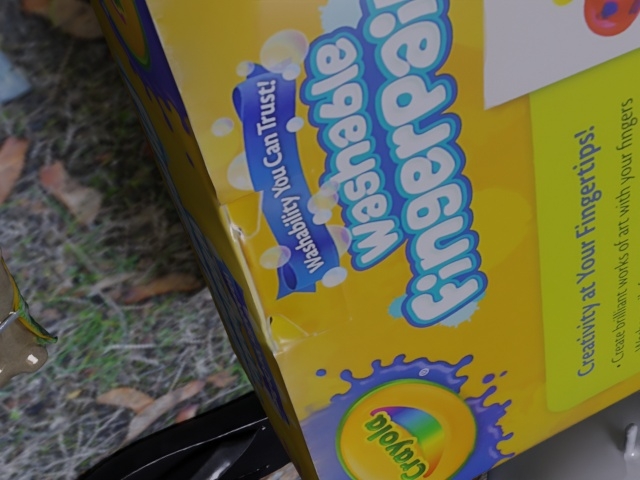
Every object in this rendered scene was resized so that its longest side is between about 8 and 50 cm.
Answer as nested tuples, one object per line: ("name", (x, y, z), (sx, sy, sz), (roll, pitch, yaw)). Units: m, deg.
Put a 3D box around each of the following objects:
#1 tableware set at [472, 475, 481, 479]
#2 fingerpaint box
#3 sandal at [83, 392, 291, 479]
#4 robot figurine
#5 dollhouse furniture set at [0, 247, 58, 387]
("tableware set", (0.078, 0.249, 1.036), (0.141, 0.020, 0.168), (-23, 143, -23))
("fingerpaint box", (0.100, -0.108, 0.517), (0.371, 0.163, 0.445), (-26, 140, -8))
("sandal", (-0.073, 0.164, 0.820), (0.254, 0.054, 0.097), (-28, 145, -15))
("robot figurine", (0.240, 0.197, 0.966), (0.200, 0.300, 0.353), (-10, 175, 10))
("dollhouse furniture set", (-0.284, 0.081, 0.519), (0.301, 0.151, 0.197), (-47, 171, -19))
